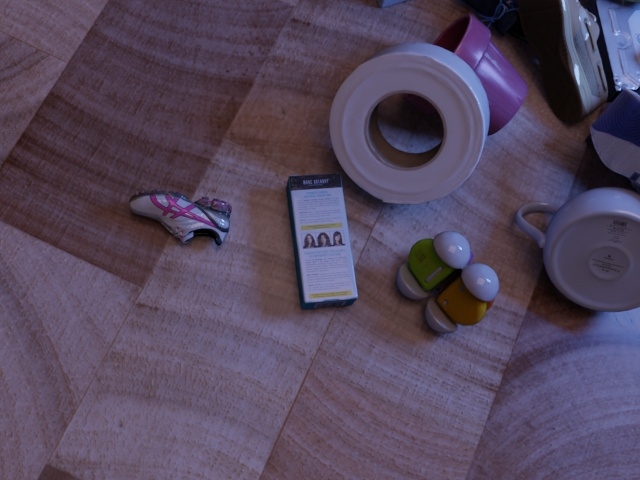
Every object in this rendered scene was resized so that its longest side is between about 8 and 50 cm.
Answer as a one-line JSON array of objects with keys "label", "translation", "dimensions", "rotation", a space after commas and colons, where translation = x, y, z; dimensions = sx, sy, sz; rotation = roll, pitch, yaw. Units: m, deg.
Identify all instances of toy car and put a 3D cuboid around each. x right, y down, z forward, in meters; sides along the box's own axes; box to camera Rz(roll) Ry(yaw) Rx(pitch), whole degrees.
[{"label": "toy car", "translation": [0.244, 0.066, 1.528], "dimensions": [0.182, 0.159, 0.136], "rotation": [50, 38, 9]}]

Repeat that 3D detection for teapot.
[{"label": "teapot", "translation": [0.537, -0.003, 1.562], "dimensions": [0.256, 0.252, 0.187], "rotation": [49, 33, -12]}]

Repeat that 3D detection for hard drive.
[{"label": "hard drive", "translation": [0.754, -0.418, 1.790], "dimensions": [0.339, 0.064, 0.237], "rotation": [-3, 73, -9]}]

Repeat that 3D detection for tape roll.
[{"label": "tape roll", "translation": [0.162, -0.211, 1.522], "dimensions": [0.286, 0.286, 0.100], "rotation": [30, 28, 2]}]

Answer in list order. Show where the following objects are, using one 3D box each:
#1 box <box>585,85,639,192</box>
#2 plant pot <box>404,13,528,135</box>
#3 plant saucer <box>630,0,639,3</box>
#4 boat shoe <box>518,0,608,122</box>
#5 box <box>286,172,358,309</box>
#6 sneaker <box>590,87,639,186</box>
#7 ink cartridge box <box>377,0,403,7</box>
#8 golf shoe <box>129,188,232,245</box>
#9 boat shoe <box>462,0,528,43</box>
[{"label": "box", "translation": [0.682, -0.182, 1.650], "dimensions": [0.142, 0.163, 0.247], "rotation": [-41, 83, -16]}, {"label": "plant pot", "translation": [0.294, -0.307, 1.626], "dimensions": [0.180, 0.201, 0.201], "rotation": [33, 70, -14]}, {"label": "plant saucer", "translation": [0.652, -0.562, 1.784], "dimensions": [0.188, 0.045, 0.188], "rotation": [17, 42, 14]}, {"label": "boat shoe", "translation": [0.492, -0.413, 1.672], "dimensions": [0.110, 0.121, 0.341], "rotation": [-29, 114, -21]}, {"label": "box", "translation": [0.000, 0.000, 1.541], "dimensions": [0.100, 0.060, 0.244], "rotation": [-4, 73, -10]}, {"label": "sneaker", "translation": [0.635, -0.120, 1.506], "dimensions": [0.127, 0.182, 0.315], "rotation": [-48, 53, 22]}, {"label": "ink cartridge box", "translation": [0.146, -0.593, 1.676], "dimensions": [0.087, 0.208, 0.153], "rotation": [-20, 76, -11]}, {"label": "golf shoe", "translation": [-0.257, -0.041, 1.511], "dimensions": [0.186, 0.067, 0.086], "rotation": [9, 73, -6]}, {"label": "boat shoe", "translation": [0.398, -0.470, 1.730], "dimensions": [0.258, 0.109, 0.089], "rotation": [23, 74, 1]}]
